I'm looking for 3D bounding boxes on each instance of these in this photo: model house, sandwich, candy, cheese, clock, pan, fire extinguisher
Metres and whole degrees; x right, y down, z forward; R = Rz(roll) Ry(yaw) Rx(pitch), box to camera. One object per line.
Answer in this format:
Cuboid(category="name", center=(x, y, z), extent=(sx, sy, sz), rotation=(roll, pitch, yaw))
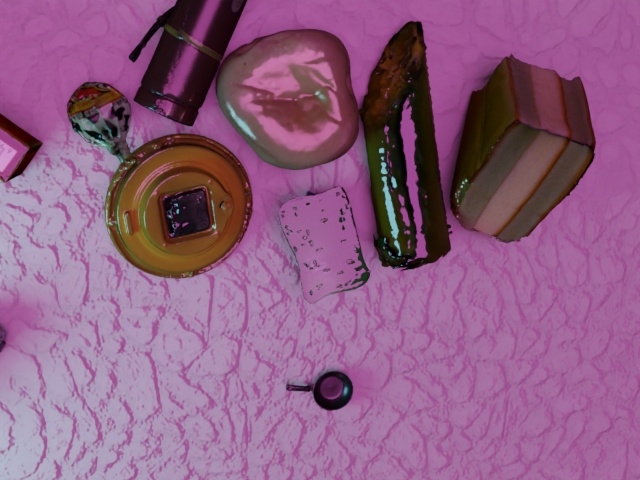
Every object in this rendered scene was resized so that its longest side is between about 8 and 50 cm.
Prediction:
Cuboid(category="model house", center=(0.000, 0.000, 1.396), extent=(0.117, 0.088, 0.167), rotation=(-21, 100, -7))
Cuboid(category="sandwich", center=(0.307, -0.149, 1.401), extent=(0.155, 0.198, 0.227), rotation=(17, 134, -13))
Cuboid(category="candy", center=(-0.288, -0.098, 1.347), extent=(0.091, 0.083, 0.306), rotation=(-11, 115, 29))
Cuboid(category="cheese", center=(-0.041, -0.219, 1.335), extent=(0.235, 0.117, 0.218), rotation=(27, 95, -8))
Cuboid(category="clock", center=(-0.206, -0.044, 1.337), extent=(0.237, 0.057, 0.237), rotation=(-8, 112, -21))
Cuboid(category="pan", center=(-0.003, 0.245, 1.466), extent=(0.115, 0.023, 0.069), rotation=(8, 98, -14))
Cuboid(category="fire extinguisher", center=(-0.176, -0.346, 1.293), extent=(0.141, 0.105, 0.341), rotation=(18, 100, -42))

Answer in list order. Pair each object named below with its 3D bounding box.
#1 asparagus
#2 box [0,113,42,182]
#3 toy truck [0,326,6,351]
Cuboid(category="asparagus", center=(0.127, -0.147, 1.389), extent=(0.128, 0.108, 0.382), rotation=(-9, 98, -7))
Cuboid(category="box", center=(-0.516, -0.179, 1.240), extent=(0.239, 0.153, 0.074), rotation=(37, 94, -14))
Cuboid(category="toy truck", center=(-0.570, 0.205, 1.309), extent=(0.110, 0.116, 0.216), rotation=(42, 90, -13))
